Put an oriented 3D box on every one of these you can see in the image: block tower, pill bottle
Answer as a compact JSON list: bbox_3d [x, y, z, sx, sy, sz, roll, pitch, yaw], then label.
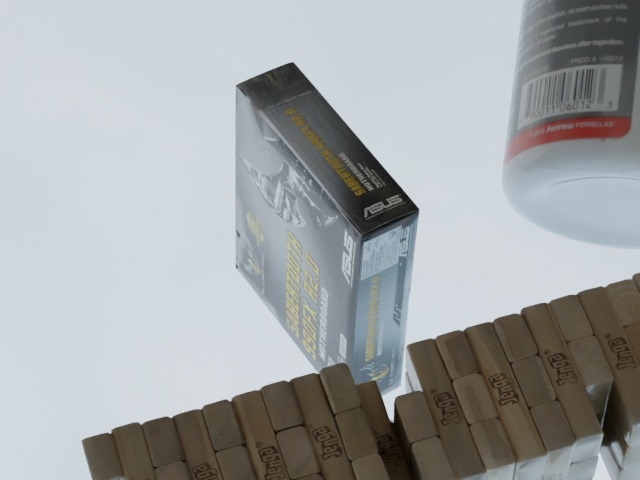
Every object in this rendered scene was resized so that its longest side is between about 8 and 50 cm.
[{"bbox_3d":[0.045,0.119,1.051,0.335,0.091,0.097,-15,-122,-8],"label":"block tower"},{"bbox_3d":[0.279,-0.192,1.649,0.210,0.210,0.363,12,-109,-7],"label":"pill bottle"}]

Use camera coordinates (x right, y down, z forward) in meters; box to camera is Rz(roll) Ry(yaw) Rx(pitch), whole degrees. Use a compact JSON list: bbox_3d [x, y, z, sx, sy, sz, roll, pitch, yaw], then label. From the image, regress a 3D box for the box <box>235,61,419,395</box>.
[{"bbox_3d":[0.000,0.000,1.513,0.056,0.231,0.183,-26,-124,-22],"label":"box"}]
